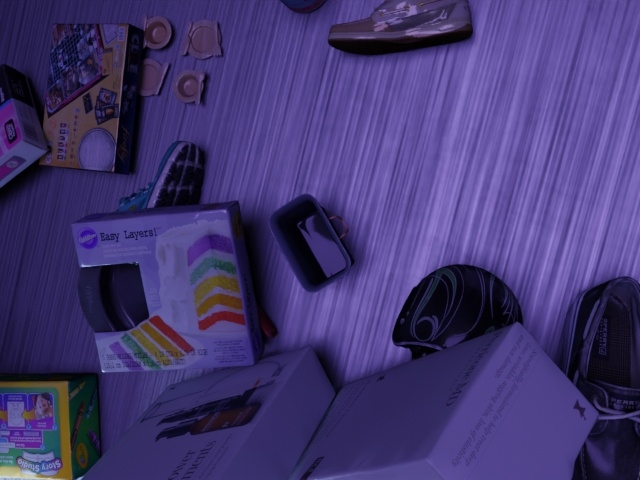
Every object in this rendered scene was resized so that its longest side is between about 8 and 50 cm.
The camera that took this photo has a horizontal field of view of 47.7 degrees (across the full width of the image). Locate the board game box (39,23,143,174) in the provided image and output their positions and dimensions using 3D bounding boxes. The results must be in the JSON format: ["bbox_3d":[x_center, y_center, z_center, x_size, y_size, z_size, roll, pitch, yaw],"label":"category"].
[{"bbox_3d":[-0.388,-0.240,1.223,0.164,0.042,0.244,8,92,23],"label":"board game box"}]

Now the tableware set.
[{"bbox_3d":[-0.244,-0.302,1.202,0.168,0.020,0.141,11,93,16],"label":"tableware set"}]

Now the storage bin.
[{"bbox_3d":[0.000,0.000,1.093,0.098,0.091,0.135,-32,82,14],"label":"storage bin"}]

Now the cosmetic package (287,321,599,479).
[{"bbox_3d":[0.117,0.263,0.886,0.156,0.217,0.385,47,142,-3],"label":"cosmetic package"}]

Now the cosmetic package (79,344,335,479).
[{"bbox_3d":[-0.174,0.301,0.969,0.284,0.377,0.098,-22,103,27],"label":"cosmetic package"}]

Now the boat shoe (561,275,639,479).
[{"bbox_3d":[0.356,0.200,0.904,0.121,0.119,0.336,5,64,3],"label":"boat shoe"}]

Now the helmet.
[{"bbox_3d":[0.194,0.112,0.994,0.169,0.169,0.162,26,63,15],"label":"helmet"}]

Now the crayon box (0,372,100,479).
[{"bbox_3d":[-0.524,0.318,1.251,0.278,0.081,0.166,-3,89,16],"label":"crayon box"}]

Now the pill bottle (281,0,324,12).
[{"bbox_3d":[-0.046,-0.402,1.071,0.087,0.160,0.087,0,90,17],"label":"pill bottle"}]

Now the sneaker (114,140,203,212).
[{"bbox_3d":[-0.285,-0.045,1.175,0.110,0.107,0.275,34,99,23],"label":"sneaker"}]

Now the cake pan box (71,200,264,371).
[{"bbox_3d":[-0.234,0.073,1.100,0.266,0.070,0.246,-3,102,13],"label":"cake pan box"}]

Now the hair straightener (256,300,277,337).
[{"bbox_3d":[-0.168,0.082,1.162,0.089,0.047,0.230,-37,86,14],"label":"hair straightener"}]

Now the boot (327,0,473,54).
[{"bbox_3d":[0.112,-0.368,1.069,0.213,0.077,0.165,-4,89,11],"label":"boot"}]

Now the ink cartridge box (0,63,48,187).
[{"bbox_3d":[-0.647,-0.133,1.275,0.370,0.069,0.176,-34,64,17],"label":"ink cartridge box"}]
